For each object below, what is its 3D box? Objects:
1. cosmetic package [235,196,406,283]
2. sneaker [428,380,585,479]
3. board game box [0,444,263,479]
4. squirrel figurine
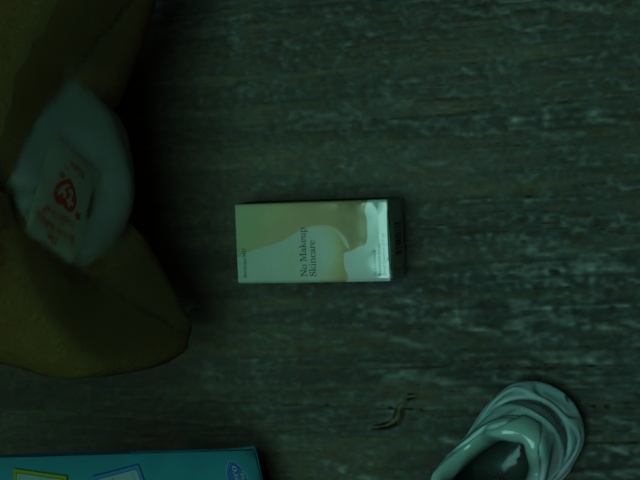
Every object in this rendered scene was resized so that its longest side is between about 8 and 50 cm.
[{"bbox_3d":[0.000,0.000,1.381,0.115,0.041,0.060,-3,92,19],"label":"cosmetic package"},{"bbox_3d":[0.086,0.198,1.323,0.090,0.115,0.232,31,102,15],"label":"sneaker"},{"bbox_3d":[-0.162,0.267,1.268,0.079,0.336,0.254,-33,63,42],"label":"board game box"},{"bbox_3d":[-0.336,-0.016,1.322,0.370,0.397,0.281,-3,102,32],"label":"squirrel figurine"}]
